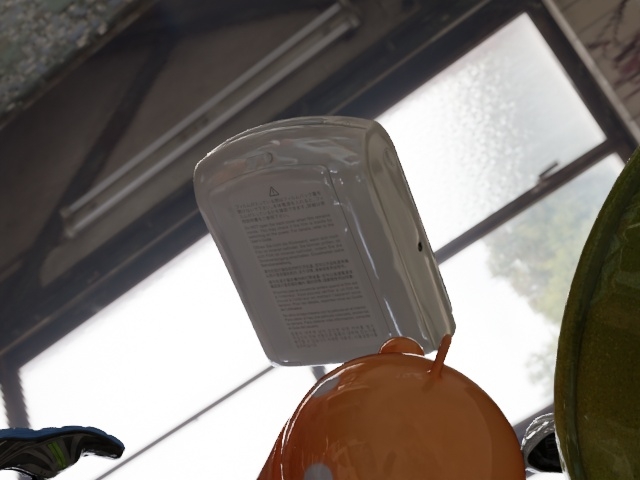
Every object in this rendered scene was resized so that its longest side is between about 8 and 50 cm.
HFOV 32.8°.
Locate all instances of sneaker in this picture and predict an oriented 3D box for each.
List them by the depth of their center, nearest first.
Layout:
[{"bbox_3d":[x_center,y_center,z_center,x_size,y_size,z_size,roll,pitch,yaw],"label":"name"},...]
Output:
[{"bbox_3d":[-0.340,0.274,1.368,0.188,0.067,0.078,0,-110,-25],"label":"sneaker"},{"bbox_3d":[0.392,0.269,1.430,0.115,0.281,0.105,-21,-90,-59],"label":"sneaker"}]

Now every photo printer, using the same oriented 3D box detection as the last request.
[{"bbox_3d":[0.000,0.000,1.298,0.107,0.256,0.308,-54,-52,-51],"label":"photo printer"}]

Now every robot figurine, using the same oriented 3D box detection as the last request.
[{"bbox_3d":[0.026,0.140,0.563,0.158,0.219,0.128,-29,-112,-36],"label":"robot figurine"}]

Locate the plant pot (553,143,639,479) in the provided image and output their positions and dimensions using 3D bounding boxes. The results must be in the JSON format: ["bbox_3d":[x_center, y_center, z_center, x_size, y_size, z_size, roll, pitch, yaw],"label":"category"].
[{"bbox_3d":[0.392,0.092,0.618,0.366,0.366,0.353,42,167,-36],"label":"plant pot"}]
